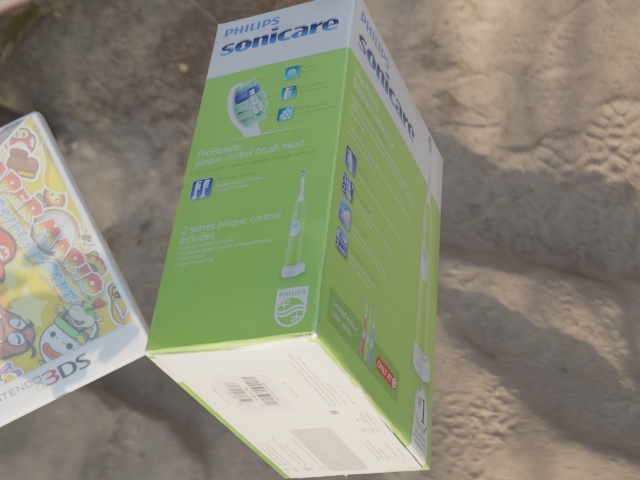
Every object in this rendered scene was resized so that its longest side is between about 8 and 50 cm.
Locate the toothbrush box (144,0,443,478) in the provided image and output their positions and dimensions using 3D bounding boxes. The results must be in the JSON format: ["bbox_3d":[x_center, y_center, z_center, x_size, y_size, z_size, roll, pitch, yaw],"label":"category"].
[{"bbox_3d":[0.000,0.000,0.752,0.122,0.206,0.283,-8,55,23],"label":"toothbrush box"}]

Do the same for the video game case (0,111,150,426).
[{"bbox_3d":[-0.280,0.036,0.881,0.206,0.026,0.227,-26,91,-2],"label":"video game case"}]
